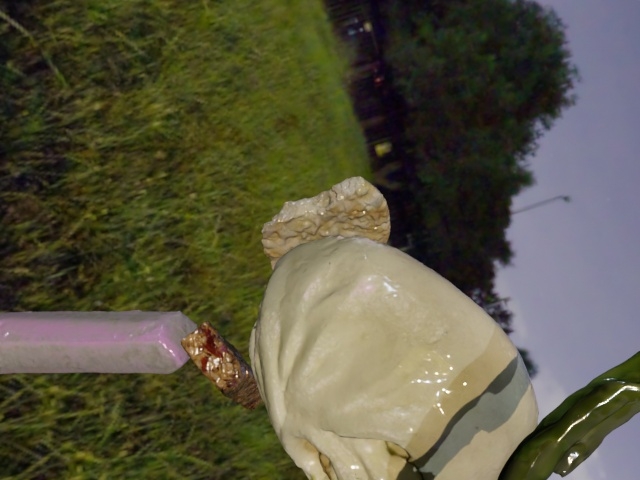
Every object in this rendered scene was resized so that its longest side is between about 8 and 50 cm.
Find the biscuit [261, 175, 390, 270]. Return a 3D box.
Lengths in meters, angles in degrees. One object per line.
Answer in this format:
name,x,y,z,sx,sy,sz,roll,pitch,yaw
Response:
biscuit,0.000,0.000,1.085,0.265,0.188,0.040,-52,-150,38

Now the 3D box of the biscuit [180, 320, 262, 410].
biscuit,-0.087,0.124,0.712,0.064,0.034,0.199,48,-10,15

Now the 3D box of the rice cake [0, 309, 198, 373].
rice cake,-0.311,0.110,0.807,0.073,0.364,0.056,-78,166,-63

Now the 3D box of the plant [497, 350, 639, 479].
plant,0.197,0.020,0.285,0.180,0.333,0.251,70,15,-45

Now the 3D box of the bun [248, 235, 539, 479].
bun,0.032,0.111,0.522,0.231,0.133,0.231,32,-37,29
